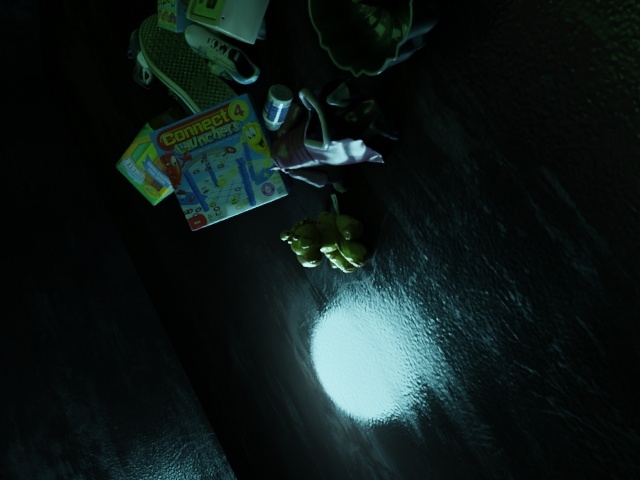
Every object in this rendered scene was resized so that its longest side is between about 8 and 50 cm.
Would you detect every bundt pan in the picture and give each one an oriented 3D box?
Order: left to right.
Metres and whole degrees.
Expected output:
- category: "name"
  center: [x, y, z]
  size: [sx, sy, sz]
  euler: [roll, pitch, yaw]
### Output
- category: "bundt pan"
  center: [0.111, -0.489, 1.162]
  size: [0.331, 0.124, 0.330]
  euler: [36, 136, 44]

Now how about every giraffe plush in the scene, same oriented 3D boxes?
- category: "giraffe plush"
  center: [0.000, 0.000, 1.570]
  size: [0.181, 0.170, 0.210]
  euler: [-35, 77, 59]

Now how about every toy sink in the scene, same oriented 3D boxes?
- category: "toy sink"
  center: [-0.259, -0.632, 1.612]
  size: [0.234, 0.131, 0.152]
  euler: [35, 107, 46]

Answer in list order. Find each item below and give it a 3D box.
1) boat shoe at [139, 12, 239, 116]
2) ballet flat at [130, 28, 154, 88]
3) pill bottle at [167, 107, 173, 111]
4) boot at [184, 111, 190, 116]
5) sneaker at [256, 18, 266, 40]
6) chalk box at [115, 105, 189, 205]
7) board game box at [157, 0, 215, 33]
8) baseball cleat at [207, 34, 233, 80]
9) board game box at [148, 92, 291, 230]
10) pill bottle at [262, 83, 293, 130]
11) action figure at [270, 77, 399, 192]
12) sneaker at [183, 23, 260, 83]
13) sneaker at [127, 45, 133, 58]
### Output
- category: "boat shoe"
  center: [-0.397, -0.498, 1.887]
  size: [0.500, 0.187, 0.156]
  euler: [51, 166, 13]
- category: "ballet flat"
  center: [-0.665, -0.684, 2.331]
  size: [0.096, 0.095, 0.280]
  euler: [52, 156, 11]
- category: "pill bottle"
  center: [-0.563, -0.444, 2.306]
  size: [0.137, 0.078, 0.078]
  euler: [-30, 81, 59]
- category: "boot"
  center: [-0.460, -0.301, 2.219]
  size: [0.211, 0.104, 0.295]
  euler: [49, 139, 41]
- category: "sneaker"
  center: [-0.191, -0.590, 1.666]
  size: [0.152, 0.054, 0.061]
  euler: [32, 117, 43]
- category: "chalk box"
  center: [-0.505, -0.249, 1.930]
  size: [0.180, 0.179, 0.289]
  euler: [45, 125, -6]
- category: "board game box"
  center: [-0.373, -0.742, 1.734]
  size: [0.142, 0.144, 0.275]
  euler: [33, 124, 47]
- category: "baseball cleat"
  center: [-0.289, -0.548, 1.818]
  size: [0.072, 0.109, 0.205]
  euler: [-35, 45, 34]
- category: "board game box"
  center: [-0.282, -0.223, 1.737]
  size: [0.086, 0.308, 0.302]
  euler: [-80, -32, -76]
- category: "pill bottle"
  center: [-0.120, -0.359, 1.659]
  size: [0.067, 0.067, 0.120]
  euler: [56, 146, 22]
- category: "action figure"
  center: [-0.013, -0.209, 1.401]
  size: [0.370, 0.276, 0.248]
  euler: [-17, 99, 46]
- category: "sneaker"
  center: [-0.268, -0.522, 1.689]
  size: [0.086, 0.237, 0.085]
  euler: [-7, 58, 53]
- category: "sneaker"
  center: [-0.713, -0.749, 2.378]
  size: [0.170, 0.071, 0.068]
  euler: [-25, 85, 59]
